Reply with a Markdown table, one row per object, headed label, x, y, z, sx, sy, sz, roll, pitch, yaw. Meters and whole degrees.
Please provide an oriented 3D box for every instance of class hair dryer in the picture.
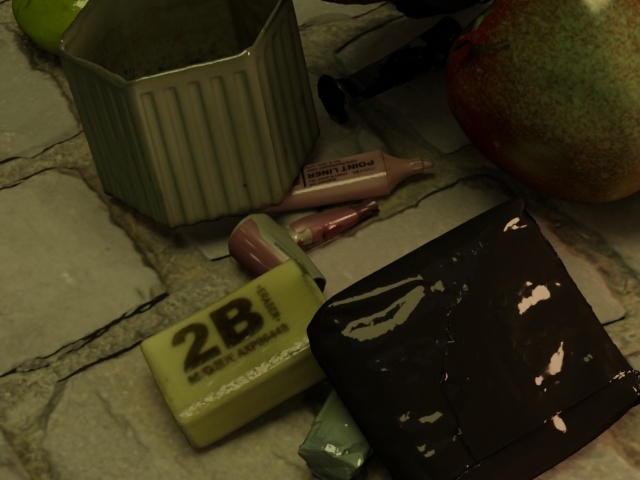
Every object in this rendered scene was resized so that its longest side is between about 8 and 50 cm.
| label | x | y | z | sx | sy | sz | roll | pitch | yaw |
| --- | --- | --- | --- | --- | --- | --- | --- | --- | --- |
| hair dryer | -0.002 | -0.005 | 1.662 | 0.154 | 0.054 | 0.106 | -34 | 55 | -30 |

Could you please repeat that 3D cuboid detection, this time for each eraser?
| label | x | y | z | sx | sy | sz | roll | pitch | yaw |
| --- | --- | --- | --- | --- | --- | --- | --- | --- | --- |
| eraser | -0.067 | 0.099 | 1.531 | 0.172 | 0.058 | 0.117 | -29 | 45 | -3 |

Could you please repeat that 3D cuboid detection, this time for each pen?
| label | x | y | z | sx | sy | sz | roll | pitch | yaw |
| --- | --- | --- | --- | --- | --- | --- | --- | --- | --- |
| pen | 0.020 | -0.061 | 1.723 | 0.197 | 0.032 | 0.053 | -11 | 44 | -2 |

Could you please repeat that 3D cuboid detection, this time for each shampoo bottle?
| label | x | y | z | sx | sy | sz | roll | pitch | yaw |
| --- | --- | --- | --- | --- | --- | --- | --- | --- | --- |
| shampoo bottle | 0.055 | 0.127 | 1.517 | 0.072 | 0.049 | 0.212 | 16 | 48 | 27 |

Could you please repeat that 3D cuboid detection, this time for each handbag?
| label | x | y | z | sx | sy | sz | roll | pitch | yaw |
| --- | --- | --- | --- | --- | --- | --- | --- | --- | --- |
| handbag | 0.136 | 0.101 | 1.457 | 0.247 | 0.080 | 0.223 | -28 | 76 | -20 |

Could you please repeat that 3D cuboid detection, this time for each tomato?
| label | x | y | z | sx | sy | sz | roll | pitch | yaw |
| --- | --- | --- | --- | --- | --- | --- | --- | --- | --- |
| tomato | 0.275 | -0.178 | 1.625 | 0.239 | 0.303 | 0.303 | 45 | 58 | -2 |

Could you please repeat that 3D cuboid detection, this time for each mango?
| label | x | y | z | sx | sy | sz | roll | pitch | yaw |
| --- | --- | --- | --- | --- | --- | --- | --- | --- | --- |
| mango | -0.284 | -0.259 | 1.931 | 0.163 | 0.089 | 0.117 | 10 | 54 | 33 |

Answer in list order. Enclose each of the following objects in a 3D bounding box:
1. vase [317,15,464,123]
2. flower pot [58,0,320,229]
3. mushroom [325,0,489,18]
| label | x | y | z | sx | sy | sz | roll | pitch | yaw |
| --- | --- | --- | --- | --- | --- | --- | --- | --- | --- |
| vase | 0.080 | -0.184 | 1.819 | 0.167 | 0.059 | 0.059 | -27 | 48 | -19 |
| flower pot | -0.128 | -0.148 | 1.698 | 0.209 | 0.189 | 0.239 | -35 | 44 | -27 |
| mushroom | 0.096 | -0.325 | 1.691 | 0.331 | 0.356 | 0.334 | -13 | 37 | -15 |
